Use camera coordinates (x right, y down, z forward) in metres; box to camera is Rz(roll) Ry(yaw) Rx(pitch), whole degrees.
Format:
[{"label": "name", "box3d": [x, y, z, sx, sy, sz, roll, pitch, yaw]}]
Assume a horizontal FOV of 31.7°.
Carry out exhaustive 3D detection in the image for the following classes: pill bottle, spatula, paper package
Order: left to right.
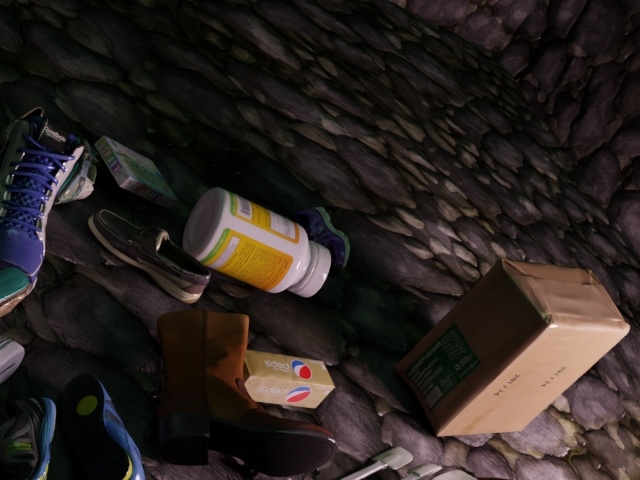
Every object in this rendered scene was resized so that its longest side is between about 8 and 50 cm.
[{"label": "pill bottle", "box3d": [-0.109, 0.013, 2.004, 0.246, 0.136, 0.136, 25, 31, -28]}, {"label": "spatula", "box3d": [0.130, 0.388, 1.794, 0.168, 0.019, 0.242, 22, 18, 31]}, {"label": "paper package", "box3d": [0.357, 0.201, 2.101, 0.309, 0.325, 0.168, 8, 41, -47]}]

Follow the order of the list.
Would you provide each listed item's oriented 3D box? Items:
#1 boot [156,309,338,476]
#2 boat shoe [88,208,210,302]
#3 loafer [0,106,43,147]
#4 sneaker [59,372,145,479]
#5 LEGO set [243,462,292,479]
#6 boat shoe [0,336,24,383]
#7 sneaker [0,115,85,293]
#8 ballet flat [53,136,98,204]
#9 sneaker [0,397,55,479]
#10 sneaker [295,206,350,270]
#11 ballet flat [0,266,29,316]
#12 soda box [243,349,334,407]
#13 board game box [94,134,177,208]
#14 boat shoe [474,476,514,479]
[{"label": "boot", "box3d": [-0.115, 0.220, 1.688, 0.264, 0.096, 0.280, 0, 37, -6]}, {"label": "boat shoe", "box3d": [-0.277, 0.012, 1.862, 0.223, 0.073, 0.080, 38, 27, -5]}, {"label": "loafer", "box3d": [-0.507, -0.193, 1.916, 0.045, 0.039, 0.125, 35, 27, -10]}, {"label": "sneaker", "box3d": [-0.287, 0.267, 1.498, 0.209, 0.069, 0.082, 54, -4, 42]}, {"label": "LEGO set", "box3d": [-0.048, 0.419, 1.601, 0.244, 0.060, 0.182, 47, 16, 11]}, {"label": "boat shoe", "box3d": [-0.458, 0.173, 1.409, 0.076, 0.083, 0.226, 29, 15, 5]}, {"label": "sneaker", "box3d": [-0.445, -0.084, 1.678, 0.127, 0.182, 0.315, 25, 31, -25]}, {"label": "ballet flat", "box3d": [-0.407, -0.108, 1.896, 0.070, 0.070, 0.188, 30, 32, -19]}, {"label": "sneaker", "box3d": [-0.373, 0.269, 1.387, 0.078, 0.067, 0.188, 8, 38, -12]}, {"label": "sneaker", "box3d": [0.000, 0.000, 2.261, 0.071, 0.068, 0.170, -5, 40, -34]}, {"label": "ballet flat", "box3d": [-0.470, 0.097, 1.502, 0.073, 0.067, 0.206, 45, 30, 12]}, {"label": "soda box", "box3d": [-0.069, 0.224, 1.820, 0.181, 0.061, 0.058, 14, 38, -41]}, {"label": "board game box", "box3d": [-0.326, -0.120, 1.998, 0.103, 0.026, 0.154, 55, 12, 26]}, {"label": "boat shoe", "box3d": [0.232, 0.457, 1.826, 0.302, 0.109, 0.098, -11, 95, -57]}]
